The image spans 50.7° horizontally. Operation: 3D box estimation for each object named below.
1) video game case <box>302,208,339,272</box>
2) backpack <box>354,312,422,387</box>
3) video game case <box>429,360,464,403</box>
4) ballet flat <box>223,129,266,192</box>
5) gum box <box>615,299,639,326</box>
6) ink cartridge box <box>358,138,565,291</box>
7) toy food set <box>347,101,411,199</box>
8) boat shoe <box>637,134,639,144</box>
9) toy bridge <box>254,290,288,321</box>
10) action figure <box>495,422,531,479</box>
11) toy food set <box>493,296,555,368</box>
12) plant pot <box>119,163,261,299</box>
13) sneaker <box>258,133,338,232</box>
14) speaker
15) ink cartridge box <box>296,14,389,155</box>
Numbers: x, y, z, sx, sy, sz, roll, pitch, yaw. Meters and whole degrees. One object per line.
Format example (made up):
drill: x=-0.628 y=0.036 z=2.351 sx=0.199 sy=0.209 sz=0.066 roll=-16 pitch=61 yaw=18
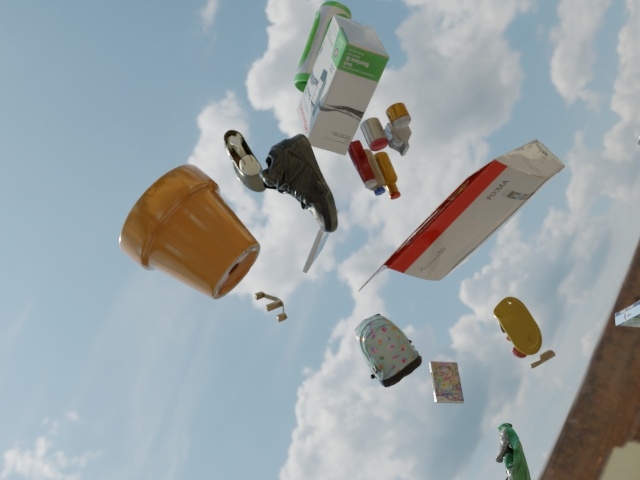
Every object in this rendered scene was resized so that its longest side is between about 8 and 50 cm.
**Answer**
video game case: x=0.000 y=0.000 z=1.951 sx=0.143 sy=0.019 sz=0.157 roll=-56 pitch=-9 yaw=-52
backpack: x=0.175 y=0.282 z=1.787 sx=0.152 sy=0.115 sz=0.182 roll=-36 pitch=-79 yaw=-11
video game case: x=0.360 y=0.404 z=1.926 sx=0.011 sy=0.087 sz=0.121 roll=118 pitch=153 yaw=-54
ballet flat: x=-0.207 y=-0.217 z=1.812 sx=0.072 sy=0.213 sz=0.068 roll=-25 pitch=-32 yaw=-14
gum box: x=0.968 y=0.215 z=1.928 sx=0.157 sy=0.185 sz=0.041 roll=97 pitch=178 yaw=-70
ink cartridge box: x=0.270 y=-0.028 z=1.251 sx=0.385 sy=0.091 sz=0.308 roll=-27 pitch=-18 yaw=-53
toy food set: x=0.126 y=-0.162 z=1.330 sx=0.111 sy=0.104 sz=0.232 roll=-17 pitch=-17 yaw=-15
boat shoe: x=0.684 y=-0.248 z=1.299 sx=0.065 sy=0.083 sz=0.183 roll=-22 pitch=-43 yaw=-46
toy bridge: x=-0.165 y=0.232 z=2.407 sx=0.063 sy=0.188 sz=0.026 roll=-19 pitch=-57 yaw=-27
action figure: x=0.396 y=0.460 z=1.375 sx=0.137 sy=0.064 sz=0.232 roll=62 pitch=-162 yaw=-24
toy food set: x=0.566 y=0.271 z=1.949 sx=0.128 sy=0.217 sz=0.071 roll=-26 pitch=-8 yaw=-38
plant pot: x=-0.217 y=-0.001 z=1.208 sx=0.205 sy=0.188 sz=0.205 roll=-50 pitch=-11 yaw=-14
sneaker: x=-0.051 y=-0.106 z=1.433 sx=0.130 sy=0.227 sz=0.087 roll=-23 pitch=-5 yaw=-19
speaker: x=0.009 y=-0.627 z=2.208 sx=0.131 sy=0.131 sz=0.296 roll=39 pitch=-114 yaw=-59
ink cartridge box: x=0.050 y=-0.398 z=1.742 sx=0.122 sy=0.211 sz=0.289 roll=13 pitch=-57 yaw=-19
